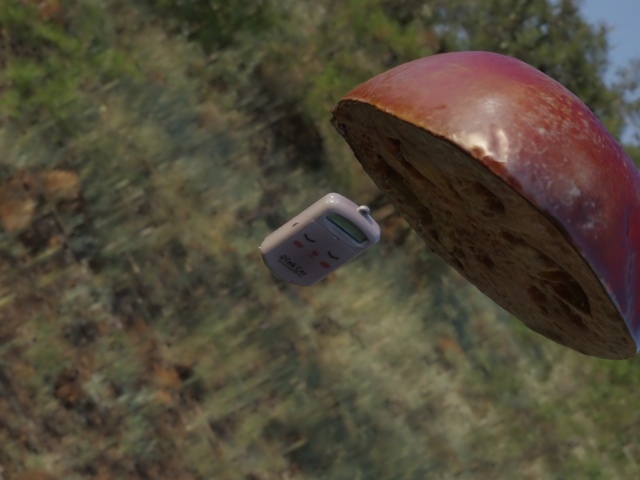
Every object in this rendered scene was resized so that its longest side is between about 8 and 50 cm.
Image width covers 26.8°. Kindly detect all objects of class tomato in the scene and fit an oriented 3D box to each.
[{"bbox_3d":[0.182,-0.049,1.168,0.338,0.143,0.338,40,-9,8],"label":"tomato"}]

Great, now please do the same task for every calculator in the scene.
[{"bbox_3d":[0.000,0.000,1.791,0.100,0.175,0.032,37,36,-27],"label":"calculator"}]
